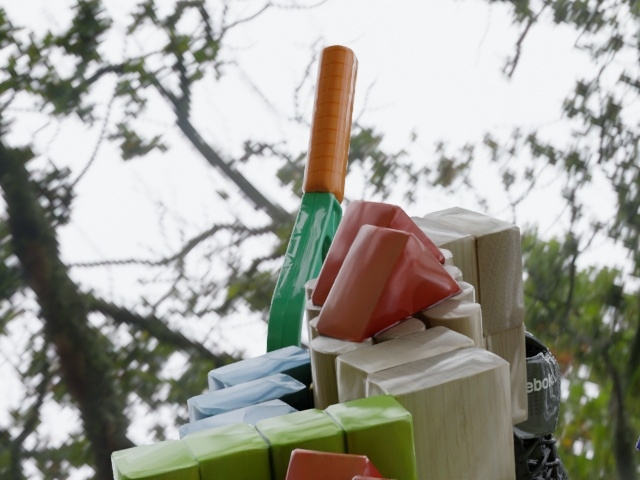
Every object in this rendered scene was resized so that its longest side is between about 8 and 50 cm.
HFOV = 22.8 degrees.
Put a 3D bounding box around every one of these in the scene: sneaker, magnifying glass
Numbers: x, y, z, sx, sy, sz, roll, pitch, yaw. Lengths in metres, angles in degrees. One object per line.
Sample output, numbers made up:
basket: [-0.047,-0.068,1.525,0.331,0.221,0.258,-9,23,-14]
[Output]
sneaker: [0.123,0.123,1.054,0.106,0.078,0.234,-46,-115,52]
magnifying glass: [0.000,0.000,0.891,0.026,0.092,0.231,-1,-110,16]

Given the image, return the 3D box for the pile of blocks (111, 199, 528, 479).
pile of blocks: [-0.003,0.057,0.514,0.149,0.362,0.113,-3,-74,6]

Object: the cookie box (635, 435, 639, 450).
cookie box: [0.198,0.093,0.701,0.092,0.107,0.040,24,-87,25]
